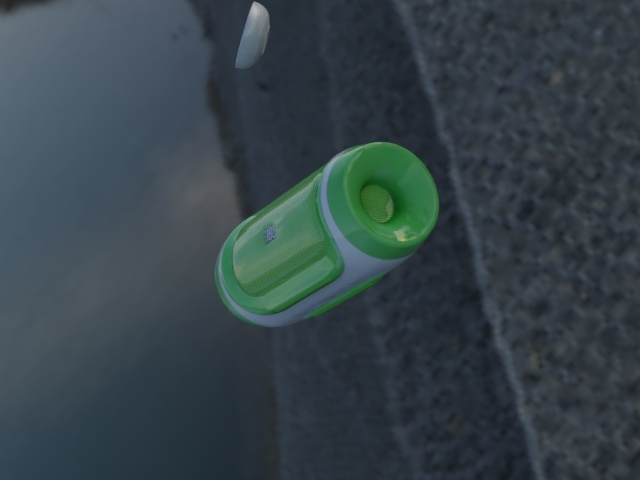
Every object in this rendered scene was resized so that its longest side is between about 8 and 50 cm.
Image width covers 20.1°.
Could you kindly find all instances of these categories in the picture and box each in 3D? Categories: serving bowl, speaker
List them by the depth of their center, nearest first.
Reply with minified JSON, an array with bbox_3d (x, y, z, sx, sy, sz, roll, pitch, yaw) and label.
[{"bbox_3d":[0.000,0.000,1.857,0.296,0.131,0.131,-33,29,56],"label":"speaker"},{"bbox_3d":[-0.078,-0.244,2.178,0.083,0.027,0.083,-164,90,-89],"label":"serving bowl"}]
